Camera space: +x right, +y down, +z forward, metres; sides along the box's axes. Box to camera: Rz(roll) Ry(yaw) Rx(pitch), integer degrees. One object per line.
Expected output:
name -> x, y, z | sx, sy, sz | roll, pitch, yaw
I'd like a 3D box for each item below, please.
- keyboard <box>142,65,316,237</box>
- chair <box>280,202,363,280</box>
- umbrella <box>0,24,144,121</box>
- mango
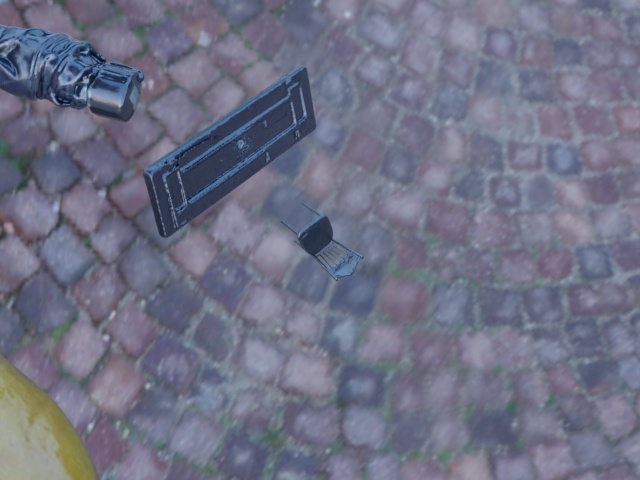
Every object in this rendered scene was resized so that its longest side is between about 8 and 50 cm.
keyboard -> -0.069, -0.076, 1.087 | 0.013, 0.061, 0.204 | 11, 36, 35
chair -> 0.000, -0.001, 1.286 | 0.037, 0.042, 0.086 | -40, 46, -14
umbrella -> -0.229, -0.134, 0.913 | 0.224, 0.071, 0.080 | 20, 38, 8
mango -> -0.254, 0.173, 1.039 | 0.227, 0.109, 0.147 | 49, 26, -4
